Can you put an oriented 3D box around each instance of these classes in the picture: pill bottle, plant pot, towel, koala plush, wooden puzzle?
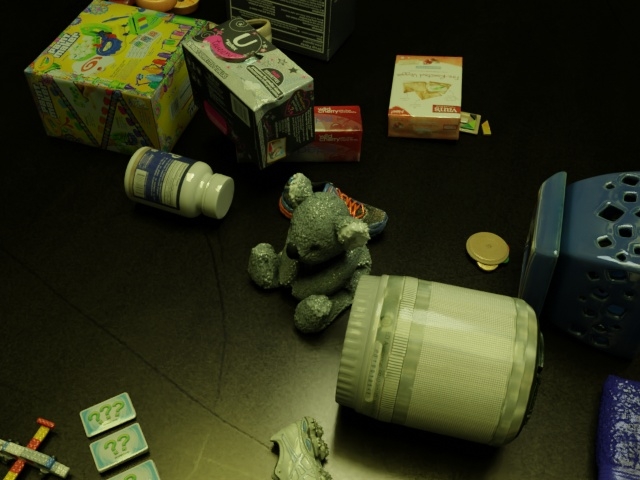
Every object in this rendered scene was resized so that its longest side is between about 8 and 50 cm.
[{"bbox_3d":[-0.268,-0.105,1.302,0.187,0.112,0.112,17,51,11],"label":"pill bottle"},{"bbox_3d":[0.458,0.028,1.147,0.212,0.235,0.235,10,50,14],"label":"plant pot"},{"bbox_3d":[0.513,0.350,0.968,0.228,0.076,0.308,15,50,9],"label":"towel"},{"bbox_3d":[0.000,0.000,1.151,0.203,0.221,0.196,-32,57,-27],"label":"koala plush"},{"bbox_3d":[0.327,-0.270,1.534,0.117,0.014,0.078,8,49,4],"label":"wooden puzzle"}]

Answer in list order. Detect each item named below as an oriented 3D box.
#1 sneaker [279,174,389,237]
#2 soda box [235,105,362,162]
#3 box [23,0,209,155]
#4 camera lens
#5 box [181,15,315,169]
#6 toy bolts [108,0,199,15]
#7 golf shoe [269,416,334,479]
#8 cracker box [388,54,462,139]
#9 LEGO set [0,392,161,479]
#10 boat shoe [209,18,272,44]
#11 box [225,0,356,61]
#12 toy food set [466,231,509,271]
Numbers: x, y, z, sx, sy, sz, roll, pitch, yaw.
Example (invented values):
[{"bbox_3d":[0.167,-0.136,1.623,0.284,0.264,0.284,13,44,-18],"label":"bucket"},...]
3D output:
[{"bbox_3d":[0.023,-0.064,1.295,0.221,0.087,0.083,15,51,10],"label":"sneaker"},{"bbox_3d":[-0.047,-0.224,1.426,0.264,0.092,0.083,-1,50,-3],"label":"soda box"},{"bbox_3d":[-0.417,-0.353,1.465,0.279,0.177,0.289,15,51,10],"label":"box"},{"bbox_3d":[0.176,0.174,1.009,0.275,0.219,0.219,11,50,7],"label":"camera lens"},{"bbox_3d":[-0.135,-0.290,1.312,0.142,0.163,0.247,-33,60,-21],"label":"box"},{"bbox_3d":[-0.439,-0.658,1.739,0.229,0.158,0.218,22,52,15],"label":"toy bolts"},{"bbox_3d":[-0.025,0.345,0.970,0.086,0.069,0.176,-20,47,6],"label":"golf shoe"},{"bbox_3d":[0.240,-0.329,1.538,0.156,0.067,0.232,4,50,8],"label":"cracker box"},{"bbox_3d":[-0.372,0.324,0.967,0.244,0.060,0.182,-21,50,-19],"label":"LEGO set"},{"bbox_3d":[-0.267,-0.482,1.634,0.303,0.098,0.109,-7,50,-8],"label":"boat shoe"},{"bbox_3d":[-0.071,-0.639,1.650,0.297,0.294,0.182,21,49,15],"label":"box"},{"bbox_3d":[0.317,0.017,1.282,0.083,0.020,0.083,-27,55,-23],"label":"toy food set"}]
